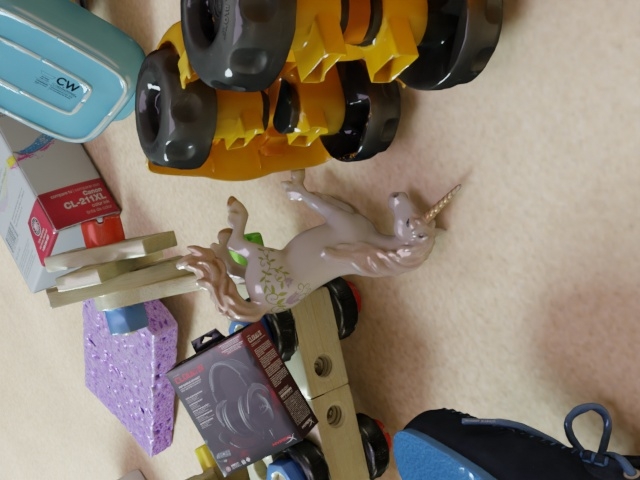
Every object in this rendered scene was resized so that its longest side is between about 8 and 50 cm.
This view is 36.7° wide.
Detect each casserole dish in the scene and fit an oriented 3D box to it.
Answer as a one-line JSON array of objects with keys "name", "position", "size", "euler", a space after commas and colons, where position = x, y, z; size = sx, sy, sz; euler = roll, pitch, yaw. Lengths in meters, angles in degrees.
[{"name": "casserole dish", "position": [-0.226, -0.139, 0.758], "size": [0.114, 0.188, 0.037], "euler": [-43, 37, 29]}]

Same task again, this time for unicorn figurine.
[{"name": "unicorn figurine", "position": [0.000, 0.000, 0.601], "size": [0.111, 0.162, 0.060], "euler": [50, 178, 38]}]

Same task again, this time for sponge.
[{"name": "sponge", "position": [-0.186, 0.112, 0.932], "size": [0.117, 0.031, 0.210], "euler": [42, 142, 25]}]

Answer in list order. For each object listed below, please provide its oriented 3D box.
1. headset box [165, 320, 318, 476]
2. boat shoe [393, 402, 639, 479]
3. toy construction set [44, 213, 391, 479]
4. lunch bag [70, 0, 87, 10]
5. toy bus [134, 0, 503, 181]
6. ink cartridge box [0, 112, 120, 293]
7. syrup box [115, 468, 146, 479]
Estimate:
[{"name": "headset box", "position": [-0.050, 0.093, 0.595], "size": [0.062, 0.032, 0.083], "euler": [-29, 92, 22]}, {"name": "boat shoe", "position": [0.154, 0.154, 0.488], "size": [0.258, 0.089, 0.109], "euler": [28, 142, 36]}, {"name": "toy construction set", "position": [-0.063, 0.117, 0.708], "size": [0.215, 0.151, 0.328], "euler": [-5, 114, 51]}, {"name": "lunch bag", "position": [-0.230, -0.209, 0.827], "size": [0.083, 0.053, 0.071], "euler": [-145, 41, -74]}, {"name": "toy bus", "position": [-0.026, -0.157, 0.524], "size": [0.220, 0.149, 0.211], "euler": [-40, 62, 56]}, {"name": "ink cartridge box", "position": [-0.282, -0.058, 0.957], "size": [0.175, 0.072, 0.127], "euler": [58, 144, 15]}, {"name": "syrup box", "position": [-0.185, 0.377, 1.038], "size": [0.237, 0.093, 0.096], "euler": [50, 141, 24]}]
